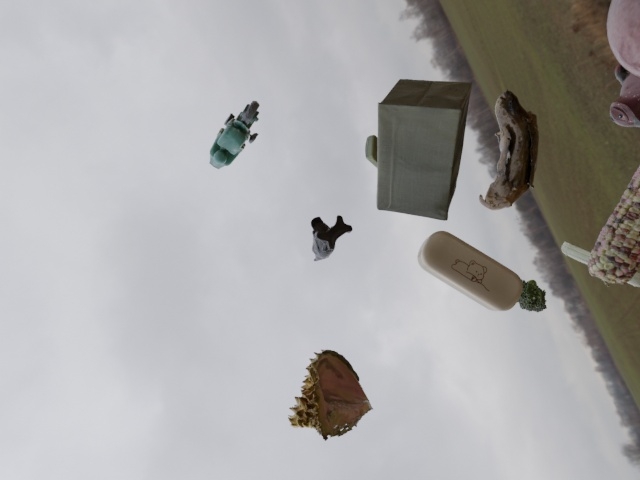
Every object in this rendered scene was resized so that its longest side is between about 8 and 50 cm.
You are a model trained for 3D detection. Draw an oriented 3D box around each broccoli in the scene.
[{"bbox_3d":[0.567,0.144,1.112,0.092,0.097,0.095,-62,-30,-46],"label":"broccoli"}]

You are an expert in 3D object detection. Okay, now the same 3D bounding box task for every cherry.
[{"bbox_3d":[0.629,-0.395,0.728,0.239,0.206,0.239,-43,-37,-45],"label":"cherry"}]

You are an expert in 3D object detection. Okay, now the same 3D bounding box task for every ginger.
[{"bbox_3d":[0.515,-0.231,1.094,0.107,0.133,0.309,-11,-70,-73],"label":"ginger"}]

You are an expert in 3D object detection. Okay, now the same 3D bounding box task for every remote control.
[{"bbox_3d":[0.729,0.059,1.057,0.078,0.042,0.221,14,-166,-28],"label":"remote control"},{"bbox_3d":[0.236,-0.295,1.502,0.233,0.038,0.098,28,-116,-50],"label":"remote control"}]

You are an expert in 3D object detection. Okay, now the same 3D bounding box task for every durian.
[{"bbox_3d":[0.024,0.394,1.101,0.305,0.185,0.196,5,-110,-53],"label":"durian"}]

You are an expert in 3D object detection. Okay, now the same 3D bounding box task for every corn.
[{"bbox_3d":[0.654,-0.036,0.852,0.092,0.281,0.092,16,-164,-5],"label":"corn"}]

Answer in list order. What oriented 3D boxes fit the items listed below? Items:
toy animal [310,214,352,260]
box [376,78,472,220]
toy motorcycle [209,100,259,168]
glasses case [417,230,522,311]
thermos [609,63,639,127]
[{"bbox_3d":[-0.003,0.000,1.302,0.117,0.210,0.121,40,-122,0],"label":"toy animal"},{"bbox_3d":[0.201,-0.182,0.818,0.149,0.155,0.231,-57,-31,-45],"label":"box"},{"bbox_3d":[-0.272,-0.304,1.265,0.109,0.296,0.198,34,-110,-18],"label":"toy motorcycle"},{"bbox_3d":[0.276,0.057,0.760,0.196,0.083,0.050,31,173,3],"label":"glasses case"},{"bbox_3d":[0.764,-0.405,0.894,0.136,0.330,0.109,39,-164,12],"label":"thermos"}]
